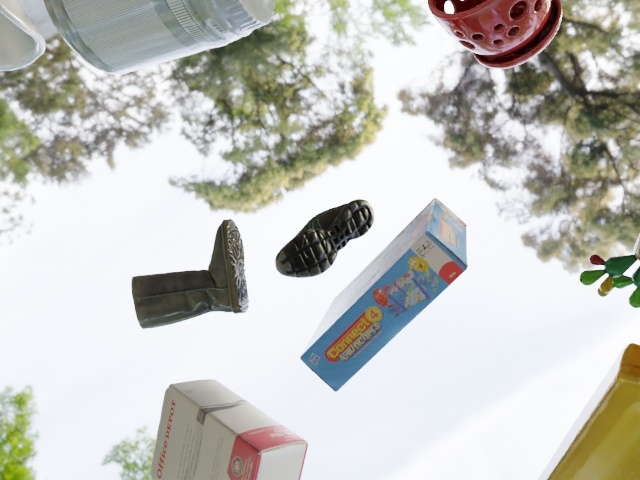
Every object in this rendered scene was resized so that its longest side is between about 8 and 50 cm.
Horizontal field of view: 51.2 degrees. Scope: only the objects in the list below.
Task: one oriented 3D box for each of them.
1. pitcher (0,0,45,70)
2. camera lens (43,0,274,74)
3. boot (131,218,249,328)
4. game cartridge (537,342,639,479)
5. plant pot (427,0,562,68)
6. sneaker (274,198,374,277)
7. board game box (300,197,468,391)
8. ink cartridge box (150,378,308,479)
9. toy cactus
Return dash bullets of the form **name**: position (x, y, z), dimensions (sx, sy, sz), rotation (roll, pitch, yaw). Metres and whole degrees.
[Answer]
- **pitcher**: position (-0.178, -0.206, 0.287), dimensions (0.125, 0.178, 0.207), rotation (-6, -113, 52)
- **camera lens**: position (-0.227, -0.365, 0.933), dimensions (0.274, 0.219, 0.219), rotation (-9, -140, 18)
- **boot**: position (-0.244, 0.063, 1.223), dimensions (0.208, 0.190, 0.076), rotation (-5, 177, 17)
- **game cartridge**: position (0.361, 0.229, 0.536), dimensions (0.323, 0.285, 0.053), rotation (22, -132, 17)
- **plant pot**: position (0.306, -0.405, 1.156), dimensions (0.191, 0.174, 0.191), rotation (-24, -132, 29)
- **sneaker**: position (0.000, 0.000, 1.439), dimensions (0.267, 0.101, 0.106), rotation (-32, -161, -31)
- **board game box**: position (0.123, 0.083, 1.188), dimensions (0.308, 0.086, 0.302), rotation (-47, 180, 17)
- **ink cartridge box**: position (-0.173, 0.397, 1.200), dimensions (0.283, 0.117, 0.207), rotation (20, -78, 44)
- **toy cactus**: position (0.583, 0.044, 1.187), dimensions (0.219, 0.180, 0.112), rotation (11, -139, 24)
